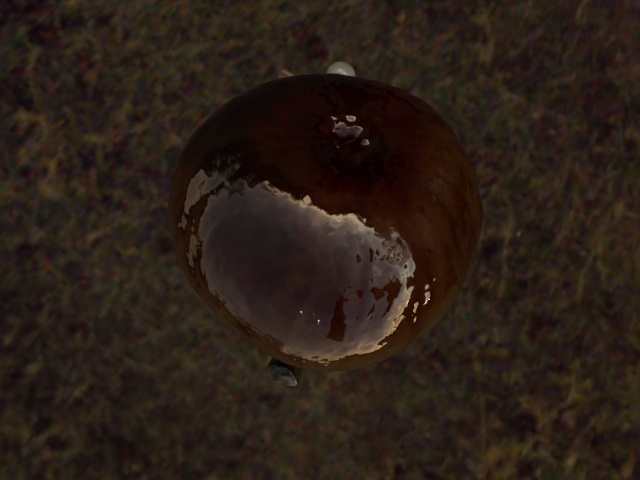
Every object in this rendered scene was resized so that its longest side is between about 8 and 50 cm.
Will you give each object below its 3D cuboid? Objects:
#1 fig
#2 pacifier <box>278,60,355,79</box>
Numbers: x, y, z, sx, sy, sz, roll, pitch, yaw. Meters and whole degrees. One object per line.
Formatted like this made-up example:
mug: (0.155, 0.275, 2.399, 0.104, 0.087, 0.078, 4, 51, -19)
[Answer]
fig: (0.003, -0.014, 1.028, 0.235, 0.235, 0.214, 25, 164, 5)
pacifier: (0.004, -0.141, 1.330, 0.099, 0.078, 0.081, 20, 150, 56)
